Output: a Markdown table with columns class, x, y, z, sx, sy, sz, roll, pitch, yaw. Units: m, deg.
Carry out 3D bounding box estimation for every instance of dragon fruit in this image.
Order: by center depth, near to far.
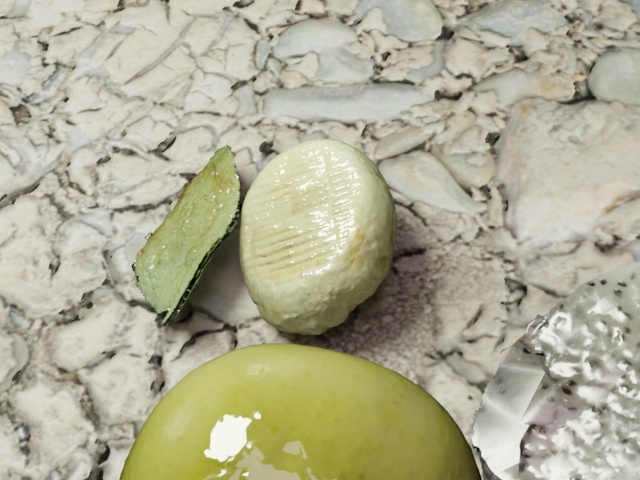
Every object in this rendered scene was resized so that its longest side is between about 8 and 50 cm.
| class | x | y | z | sx | sy | sz | roll | pitch | yaw |
| --- | --- | --- | --- | --- | --- | --- | --- | --- | --- |
| dragon fruit | 0.258 | 0.171 | 1.004 | 0.204 | 0.221 | 0.283 | 12 | 61 | 39 |

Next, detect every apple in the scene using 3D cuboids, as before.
| class | x | y | z | sx | sy | sz | roll | pitch | yaw |
| --- | --- | --- | --- | --- | --- | --- | --- | --- | --- |
| apple | -0.021 | 0.226 | 0.983 | 0.292 | 0.292 | 0.254 | 12 | 44 | 16 |

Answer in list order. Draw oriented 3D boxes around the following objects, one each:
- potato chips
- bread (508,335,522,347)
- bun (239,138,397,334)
| class | x | y | z | sx | sy | sz | roll | pitch | yaw |
| --- | --- | --- | --- | --- | --- | --- | --- | --- | --- |
| potato chips | -0.131 | -0.007 | 1.264 | 0.142 | 0.026 | 0.209 | -32 | 37 | 24 |
| bread | 0.244 | 0.114 | 1.151 | 0.154 | 0.028 | 0.068 | -2 | 59 | 10 |
| bun | 0.000 | 0.000 | 1.220 | 0.164 | 0.111 | 0.188 | -21 | 54 | 18 |
